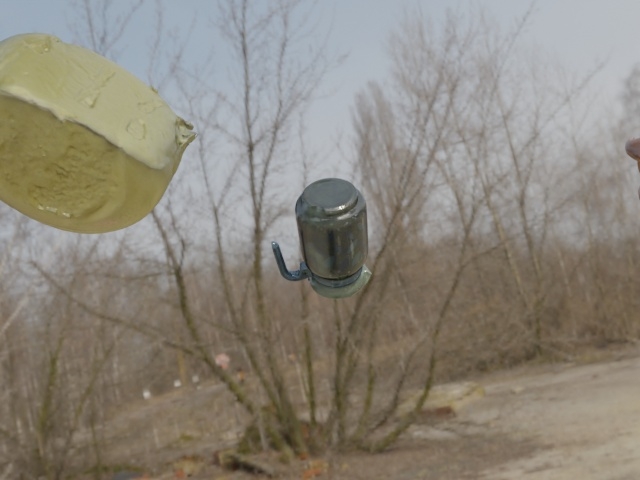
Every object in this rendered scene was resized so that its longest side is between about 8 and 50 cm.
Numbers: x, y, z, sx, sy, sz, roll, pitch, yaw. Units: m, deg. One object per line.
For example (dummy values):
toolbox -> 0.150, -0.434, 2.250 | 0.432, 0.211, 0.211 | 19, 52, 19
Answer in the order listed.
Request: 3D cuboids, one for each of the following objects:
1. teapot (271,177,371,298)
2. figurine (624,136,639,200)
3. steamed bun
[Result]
teapot -> 0.003, 0.002, 0.576 | 0.063, 0.049, 0.083 | -23, -47, -19
figurine -> 0.236, -0.018, 0.460 | 0.157, 0.126, 0.114 | 6, -38, -16
steamed bun -> -0.306, -0.125, 1.028 | 0.272, 0.232, 0.166 | 27, -62, -20
